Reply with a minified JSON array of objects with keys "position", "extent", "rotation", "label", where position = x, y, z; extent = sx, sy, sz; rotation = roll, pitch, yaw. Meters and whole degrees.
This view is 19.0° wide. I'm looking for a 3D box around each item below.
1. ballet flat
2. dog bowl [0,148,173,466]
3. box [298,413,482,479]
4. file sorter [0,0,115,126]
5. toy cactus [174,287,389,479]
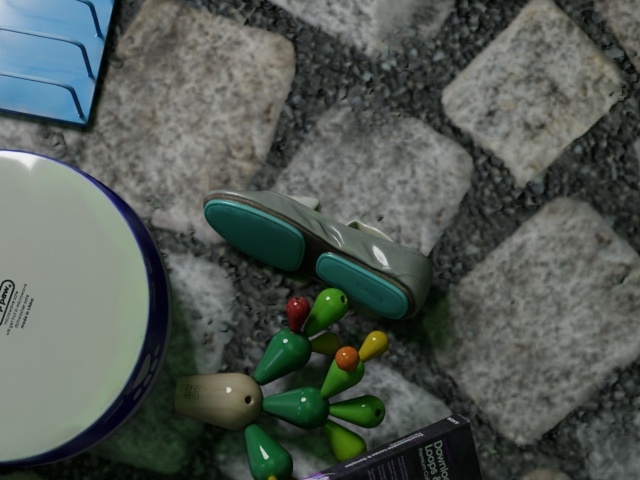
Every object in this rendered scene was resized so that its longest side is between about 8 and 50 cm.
[{"position":[0.000,0.000,1.686],"extent":[0.213,0.072,0.068],"rotation":[27,50,4],"label":"ballet flat"},{"position":[-0.262,0.058,1.615],"extent":[0.264,0.104,0.265],"rotation":[-1,83,5],"label":"dog bowl"},{"position":[0.063,0.226,1.600],"extent":[0.162,0.029,0.116],"rotation":[-22,110,-22],"label":"box"},{"position":[-0.250,-0.205,1.700],"extent":[0.118,0.104,0.170],"rotation":[11,76,1],"label":"file sorter"},{"position":[-0.036,0.145,1.634],"extent":[0.180,0.112,0.219],"rotation":[5,87,10],"label":"toy cactus"}]
